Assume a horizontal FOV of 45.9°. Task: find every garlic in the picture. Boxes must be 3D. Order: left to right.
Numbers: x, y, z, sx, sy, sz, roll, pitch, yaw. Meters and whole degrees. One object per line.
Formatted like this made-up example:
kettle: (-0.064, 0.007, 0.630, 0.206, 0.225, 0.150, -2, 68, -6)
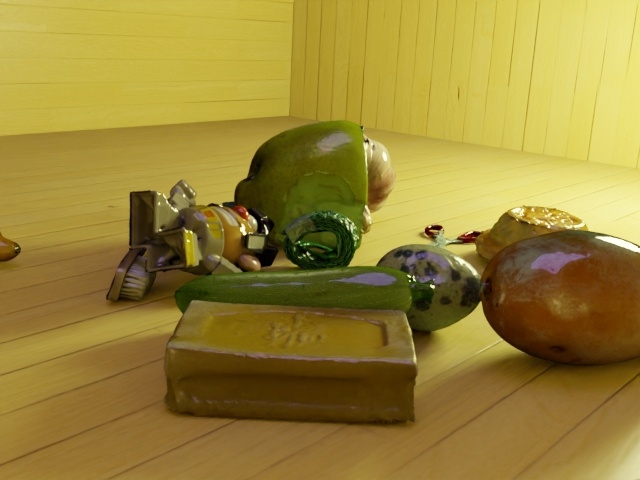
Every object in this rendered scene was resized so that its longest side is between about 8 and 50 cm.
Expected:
garlic: (0.078, -0.121, 1.864, 0.245, 0.245, 0.253, -1, 49, -12)

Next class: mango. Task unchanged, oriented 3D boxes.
mango: (-0.656, 0.003, 1.454, 0.190, 0.075, 0.098, 23, 33, 36)
mango: (0.414, 0.090, 1.128, 0.384, 0.199, 0.221, 11, 5, -16)

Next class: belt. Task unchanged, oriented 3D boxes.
belt: (0.000, 0.000, 1.493, 0.151, 0.121, 0.079, 0, 17, 7)

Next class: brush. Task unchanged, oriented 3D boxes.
brush: (-0.330, 0.041, 1.405, 0.065, 0.070, 0.327, 19, 13, -9)

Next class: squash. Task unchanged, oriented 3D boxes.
squash: (-0.025, 0.093, 1.140, 0.395, 0.107, 0.107, -4, 14, 9)

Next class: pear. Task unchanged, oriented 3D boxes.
pear: (-0.043, -0.102, 1.624, 0.282, 0.286, 0.176, 1, 35, -8)

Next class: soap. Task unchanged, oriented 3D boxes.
soap: (-0.036, 0.153, 0.995, 0.315, 0.091, 0.199, 4, 14, 1)

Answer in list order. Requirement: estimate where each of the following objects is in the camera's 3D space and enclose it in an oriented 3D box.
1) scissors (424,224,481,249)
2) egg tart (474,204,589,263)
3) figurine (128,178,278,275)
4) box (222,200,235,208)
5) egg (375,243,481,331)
scissors: (0.274, 0.005, 1.726, 0.144, 0.017, 0.247, 10, 19, 27)
egg tart: (0.468, 0.003, 1.599, 0.288, 0.118, 0.288, 6, 18, -2)
figurine: (-0.205, -0.004, 1.384, 0.143, 0.308, 0.308, -35, -2, 27)
box: (-0.191, -0.065, 1.817, 0.099, 0.054, 0.074, -11, 23, -43)
egg: (0.169, 0.076, 1.211, 0.181, 0.141, 0.141, 4, 15, 13)
